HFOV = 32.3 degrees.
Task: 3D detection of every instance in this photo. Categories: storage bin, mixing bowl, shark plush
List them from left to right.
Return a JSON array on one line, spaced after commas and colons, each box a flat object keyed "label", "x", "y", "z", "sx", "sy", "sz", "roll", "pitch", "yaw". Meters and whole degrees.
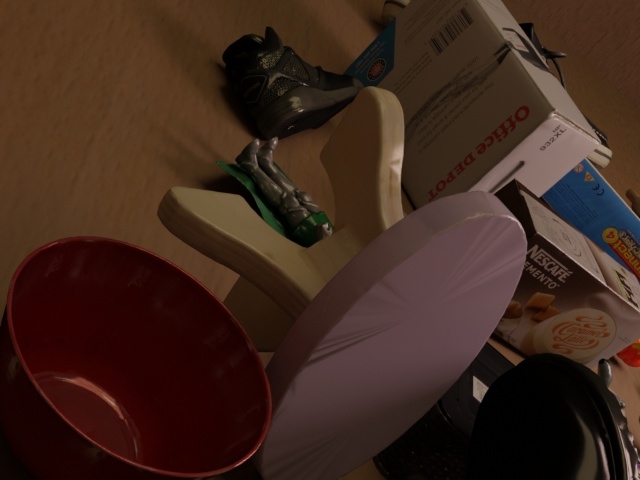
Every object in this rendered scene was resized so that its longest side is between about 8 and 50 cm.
[{"label": "mixing bowl", "x": -0.132, "y": 0.095, "z": 0.689, "sx": 0.181, "sy": 0.098, "sz": 0.181, "roll": 30, "pitch": 31, "yaw": -21}, {"label": "storage bin", "x": 0.125, "y": 0.164, "z": 1.016, "sx": 0.122, "sy": 0.084, "sz": 0.180, "roll": 40, "pitch": 24, "yaw": -12}, {"label": "shark plush", "x": 0.332, "y": 0.217, "z": 1.334, "sx": 0.161, "sy": 0.073, "sz": 0.067, "roll": 59, "pitch": 40, "yaw": -22}]

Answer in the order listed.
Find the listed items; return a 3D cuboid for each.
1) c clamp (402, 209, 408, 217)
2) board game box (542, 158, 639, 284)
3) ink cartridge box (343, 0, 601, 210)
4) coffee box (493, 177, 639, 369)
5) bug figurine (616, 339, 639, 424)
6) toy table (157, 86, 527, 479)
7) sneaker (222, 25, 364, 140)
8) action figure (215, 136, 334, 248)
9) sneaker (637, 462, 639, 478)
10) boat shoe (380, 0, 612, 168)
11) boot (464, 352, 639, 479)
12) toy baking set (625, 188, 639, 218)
[{"label": "c clamp", "x": 0.096, "y": -0.008, "z": 1.305, "sx": 0.137, "sy": 0.022, "sz": 0.161, "roll": 49, "pitch": 24, "yaw": 6}, {"label": "board game box", "x": 0.447, "y": -0.017, "z": 1.714, "sx": 0.308, "sy": 0.086, "sz": 0.302, "roll": 52, "pitch": 11, "yaw": 13}, {"label": "ink cartridge box", "x": 0.193, "y": -0.180, "z": 1.479, "sx": 0.129, "sy": 0.223, "sz": 0.307, "roll": 20, "pitch": 35, "yaw": -45}, {"label": "coffee box", "x": 0.266, "y": 0.053, "z": 1.317, "sx": 0.246, "sy": 0.141, "sz": 0.098, "roll": 34, "pitch": 29, "yaw": -33}, {"label": "bug figurine", "x": 0.461, "y": 0.220, "z": 1.472, "sx": 0.216, "sy": 0.072, "sz": 0.279, "roll": 43, "pitch": 19, "yaw": -21}, {"label": "toy table", "x": 0.012, "y": 0.035, "z": 0.820, "sx": 0.252, "sy": 0.274, "sz": 0.161, "roll": 21, "pitch": 27, "yaw": -50}, {"label": "sneaker", "x": -0.031, "y": -0.195, "z": 1.313, "sx": 0.130, "sy": 0.087, "sz": 0.227, "roll": 56, "pitch": 31, "yaw": 6}, {"label": "action figure", "x": 0.000, "y": 0.000, "z": 1.104, "sx": 0.232, "sy": 0.063, "sz": 0.137, "roll": 52, "pitch": 22, "yaw": 6}, {"label": "sneaker", "x": 0.360, "y": 0.276, "z": 1.237, "sx": 0.170, "sy": 0.068, "sz": 0.071, "roll": 45, "pitch": 19, "yaw": -1}, {"label": "boat shoe", "x": 0.332, "y": -0.297, "z": 1.906, "sx": 0.500, "sy": 0.156, "sz": 0.187, "roll": 37, "pitch": -5, "yaw": -16}, {"label": "boot", "x": 0.102, "y": 0.206, "z": 0.762, "sx": 0.260, "sy": 0.131, "sz": 0.348, "roll": 29, "pitch": 51, "yaw": -34}, {"label": "toy baking set", "x": 0.540, "y": 0.005, "z": 1.707, "sx": 0.197, "sy": 0.030, "sz": 0.256, "roll": 45, "pitch": 12, "yaw": -33}]
